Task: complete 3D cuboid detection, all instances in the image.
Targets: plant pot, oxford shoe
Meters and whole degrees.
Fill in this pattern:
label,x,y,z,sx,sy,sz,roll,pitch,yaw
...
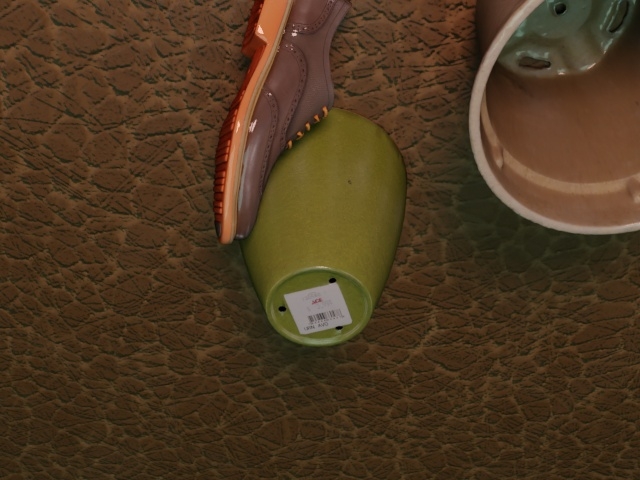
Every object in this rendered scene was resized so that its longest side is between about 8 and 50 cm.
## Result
label,x,y,z,sx,sy,sz,roll,pitch,yaw
plant pot,0.000,0.000,1.094,0.275,0.293,0.274,0,127,-1
plant pot,0.318,-0.230,0.919,0.334,0.305,0.333,0,127,-1
oxford shoe,-0.050,-0.163,0.994,0.133,0.130,0.363,15,92,-17
